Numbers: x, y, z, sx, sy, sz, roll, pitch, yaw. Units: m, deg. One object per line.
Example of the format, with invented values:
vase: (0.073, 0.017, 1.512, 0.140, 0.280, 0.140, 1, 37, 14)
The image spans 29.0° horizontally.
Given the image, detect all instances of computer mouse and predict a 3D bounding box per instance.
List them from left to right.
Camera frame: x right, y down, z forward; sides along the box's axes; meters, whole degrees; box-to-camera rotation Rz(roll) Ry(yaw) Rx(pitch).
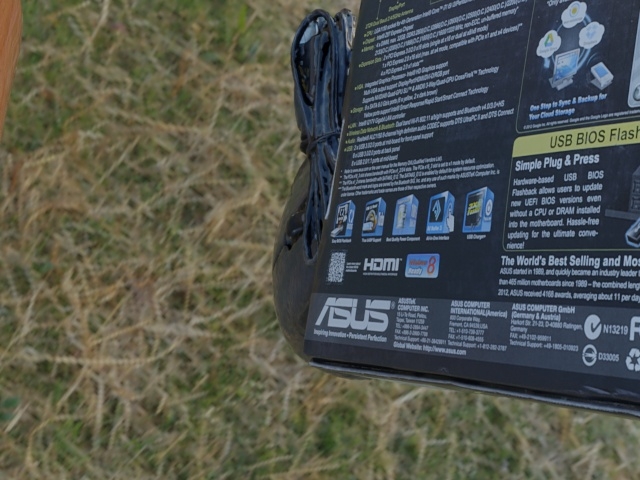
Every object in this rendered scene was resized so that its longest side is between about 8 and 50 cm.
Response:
computer mouse: (0.000, 0.000, 0.792, 0.072, 0.272, 0.189, -5, 59, 2)

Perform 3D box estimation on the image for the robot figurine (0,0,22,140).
robot figurine: (-0.158, -0.043, 0.366, 0.158, 0.128, 0.219, -11, 40, 4)

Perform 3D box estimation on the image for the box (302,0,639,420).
box: (0.143, -0.086, 0.483, 0.097, 0.395, 0.318, 10, 84, -29)
